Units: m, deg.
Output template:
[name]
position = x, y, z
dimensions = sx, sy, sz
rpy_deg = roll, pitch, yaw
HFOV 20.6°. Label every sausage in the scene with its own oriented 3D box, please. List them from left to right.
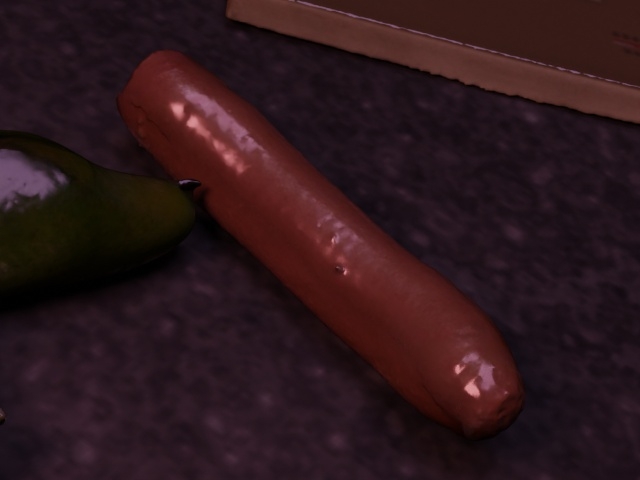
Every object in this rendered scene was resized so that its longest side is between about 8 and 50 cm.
[sausage]
position = 0.000, 0.000, 0.591
dimensions = 0.043, 0.043, 0.186
rpy_deg = -26, 58, -39

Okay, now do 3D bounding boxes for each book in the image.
[book]
position = 0.076, -0.173, 0.819
dimensions = 0.217, 0.021, 0.310
rpy_deg = 14, 42, -8

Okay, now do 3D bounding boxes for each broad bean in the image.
[broad bean]
position = -0.132, -0.008, 0.549
dimensions = 0.195, 0.046, 0.061
rpy_deg = 6, 46, -13

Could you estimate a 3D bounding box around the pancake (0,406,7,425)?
[pancake]
position = -0.149, 0.047, 0.483
dimensions = 0.116, 0.022, 0.129
rpy_deg = -19, 70, -25
